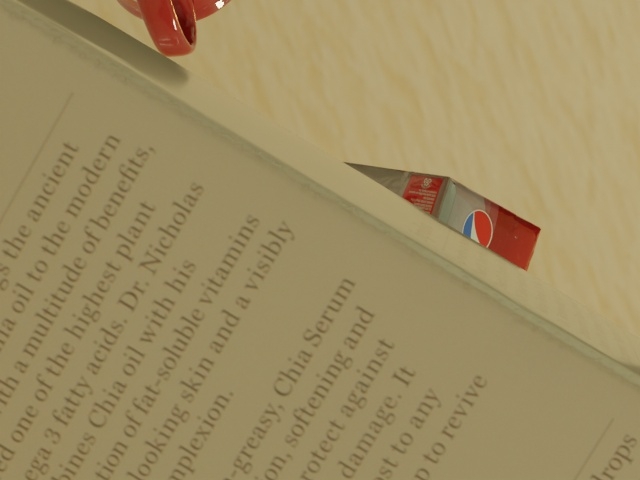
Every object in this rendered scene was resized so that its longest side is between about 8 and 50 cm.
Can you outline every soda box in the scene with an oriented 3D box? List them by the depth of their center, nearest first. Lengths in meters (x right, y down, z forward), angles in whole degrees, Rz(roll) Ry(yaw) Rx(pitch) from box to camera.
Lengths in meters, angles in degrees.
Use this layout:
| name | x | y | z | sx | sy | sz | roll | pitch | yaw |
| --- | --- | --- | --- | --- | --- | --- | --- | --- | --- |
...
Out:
| name | x | y | z | sx | sy | sz | roll | pitch | yaw |
| --- | --- | --- | --- | --- | --- | --- | --- | --- | --- |
| soda box | 0.000 | 0.000 | 1.009 | 0.092 | 0.083 | 0.263 | 26 | 170 | -42 |

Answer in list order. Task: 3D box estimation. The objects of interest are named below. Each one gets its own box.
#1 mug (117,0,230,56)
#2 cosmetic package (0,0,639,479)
| name | x | y | z | sx | sy | sz | roll | pitch | yaw |
| --- | --- | --- | --- | --- | --- | --- | --- | --- | --- |
| mug | -0.109 | -0.222 | 1.135 | 0.113 | 0.150 | 0.169 | -36 | 159 | -3 |
| cosmetic package | -0.036 | 0.077 | 0.665 | 0.230 | 0.453 | 0.161 | -59 | 178 | 8 |
